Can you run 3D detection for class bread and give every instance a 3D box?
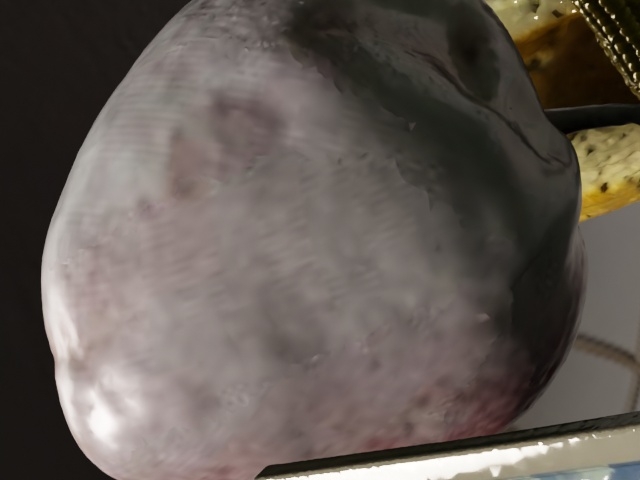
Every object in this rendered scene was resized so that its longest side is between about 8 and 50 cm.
[{"bbox_3d":[0.154,-0.094,1.340,0.375,0.236,0.165,-23,65,26],"label":"bread"}]

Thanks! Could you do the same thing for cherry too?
[{"bbox_3d":[-0.003,-0.012,1.039,0.335,0.291,0.326,-8,114,-23],"label":"cherry"}]

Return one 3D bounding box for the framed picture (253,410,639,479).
[{"bbox_3d":[0.115,0.140,0.580,0.260,0.023,0.189,-13,105,34],"label":"framed picture"}]

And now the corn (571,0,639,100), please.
[{"bbox_3d":[0.223,-0.121,1.104,0.080,0.080,0.238,-37,101,14],"label":"corn"}]
